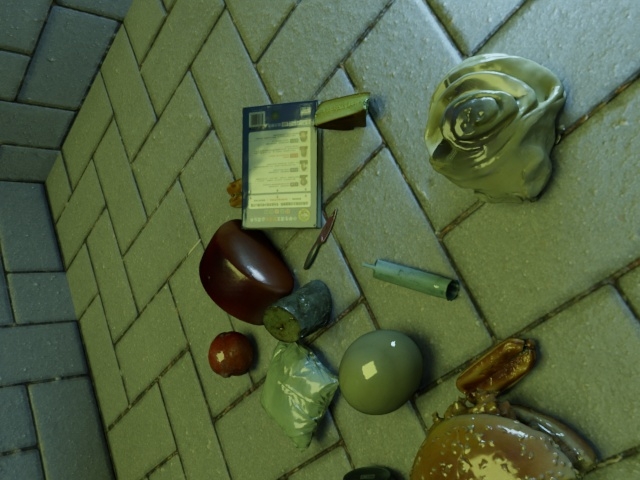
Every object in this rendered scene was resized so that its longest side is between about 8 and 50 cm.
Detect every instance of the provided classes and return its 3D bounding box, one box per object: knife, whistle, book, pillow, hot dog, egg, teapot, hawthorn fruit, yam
[{"bbox_3d":[0.000,0.000,1.990,0.035,0.018,0.247,49,122,38],"label":"knife"},{"bbox_3d":[0.244,0.104,1.700,0.312,0.062,0.062,15,100,45],"label":"whistle"},{"bbox_3d":[-0.135,-0.250,2.048,0.300,0.039,0.427,1,90,25],"label":"book"},{"bbox_3d":[-0.076,0.499,1.980,0.283,0.138,0.309,34,111,41],"label":"pillow"},{"bbox_3d":[0.434,0.320,1.491,0.100,0.068,0.249,47,130,9],"label":"hot dog"},{"bbox_3d":[0.164,0.361,1.669,0.269,0.219,0.219,-54,53,25],"label":"egg"},{"bbox_3d":[0.164,0.778,1.724,0.203,0.171,0.225,-8,90,16],"label":"teapot"},{"bbox_3d":[-0.333,0.418,2.235,0.173,0.173,0.172,0,89,47],"label":"hawthorn fruit"},{"bbox_3d":[-0.267,-0.180,2.218,0.270,0.072,0.109,-9,93,54],"label":"hot dog"},{"bbox_3d":[-0.060,0.230,1.918,0.154,0.254,0.153,8,107,27],"label":"yam"}]

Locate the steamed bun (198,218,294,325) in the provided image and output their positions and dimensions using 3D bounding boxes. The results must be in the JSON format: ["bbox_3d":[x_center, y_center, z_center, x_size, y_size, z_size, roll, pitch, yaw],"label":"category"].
[{"bbox_3d":[-0.278,0.107,2.117,0.379,0.248,0.235,55,126,33],"label":"steamed bun"}]

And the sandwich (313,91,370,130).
[{"bbox_3d":[0.086,-0.394,1.858,0.244,0.088,0.090,-1,80,50],"label":"sandwich"}]

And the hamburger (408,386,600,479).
[{"bbox_3d":[0.370,0.509,1.422,0.445,0.268,0.286,-47,55,37],"label":"hamburger"}]

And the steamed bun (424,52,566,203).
[{"bbox_3d":[0.388,-0.269,1.422,0.346,0.238,0.393,-42,60,37],"label":"steamed bun"}]
